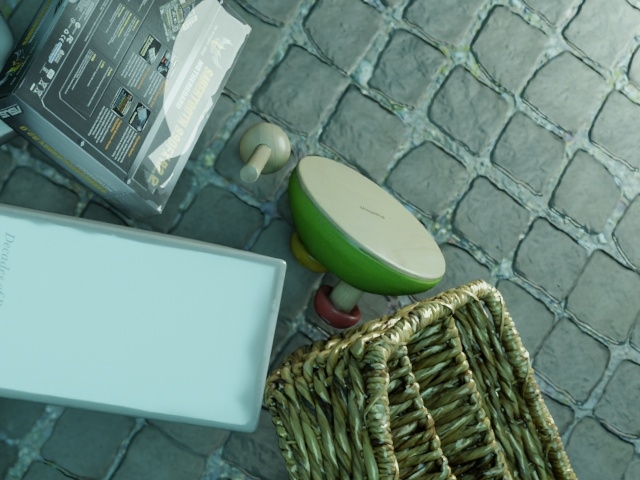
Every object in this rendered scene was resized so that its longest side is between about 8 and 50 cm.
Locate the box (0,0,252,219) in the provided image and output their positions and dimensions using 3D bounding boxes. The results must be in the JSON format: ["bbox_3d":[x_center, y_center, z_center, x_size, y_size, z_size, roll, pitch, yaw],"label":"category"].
[{"bbox_3d":[-0.180,-0.165,1.114,0.183,0.056,0.231,41,59,-34],"label":"box"}]

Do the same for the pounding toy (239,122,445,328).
[{"bbox_3d":[0.000,0.000,1.193,0.236,0.183,0.110,33,111,-11],"label":"pounding toy"}]

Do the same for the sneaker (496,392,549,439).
[{"bbox_3d":[0.128,0.203,1.238,0.252,0.111,0.103,-22,96,-11],"label":"sneaker"}]

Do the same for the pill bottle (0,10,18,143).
[{"bbox_3d":[-0.380,-0.204,1.085,0.160,0.160,0.283,-29,97,-10],"label":"pill bottle"}]

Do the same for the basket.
[{"bbox_3d":[0.106,0.211,1.086,0.223,0.213,0.299,-20,92,12],"label":"basket"}]

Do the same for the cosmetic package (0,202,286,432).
[{"bbox_3d":[-0.281,0.049,1.082,0.453,0.230,0.162,11,89,-14],"label":"cosmetic package"}]
